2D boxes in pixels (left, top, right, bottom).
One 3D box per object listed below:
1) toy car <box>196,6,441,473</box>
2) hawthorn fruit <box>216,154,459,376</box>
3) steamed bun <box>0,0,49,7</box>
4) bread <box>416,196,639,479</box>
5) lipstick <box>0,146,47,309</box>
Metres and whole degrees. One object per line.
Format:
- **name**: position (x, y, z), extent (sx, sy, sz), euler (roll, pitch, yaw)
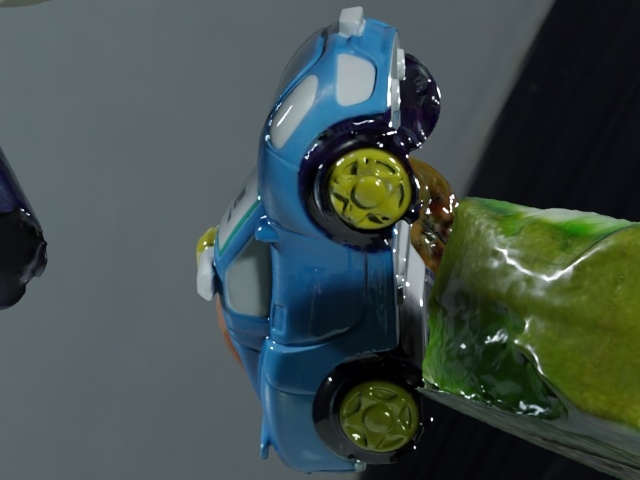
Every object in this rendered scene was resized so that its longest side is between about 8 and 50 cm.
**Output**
- **toy car**: position (0.000, 0.000, 1.180), extent (0.166, 0.314, 0.198), euler (-1, 24, 5)
- **hawthorn fruit**: position (0.021, 0.058, 1.801), extent (0.268, 0.301, 0.267), euler (26, 39, -24)
- **steamed bun**: position (-0.312, -0.289, 1.245), extent (0.310, 0.324, 0.219), euler (45, 63, 4)
- **bread**: position (0.239, 0.090, 0.992), extent (0.366, 0.129, 0.382), euler (18, -8, 19)
- **lipstick**: position (-0.245, -0.115, 0.916), extent (0.077, 0.077, 0.418), euler (9, 33, -40)
